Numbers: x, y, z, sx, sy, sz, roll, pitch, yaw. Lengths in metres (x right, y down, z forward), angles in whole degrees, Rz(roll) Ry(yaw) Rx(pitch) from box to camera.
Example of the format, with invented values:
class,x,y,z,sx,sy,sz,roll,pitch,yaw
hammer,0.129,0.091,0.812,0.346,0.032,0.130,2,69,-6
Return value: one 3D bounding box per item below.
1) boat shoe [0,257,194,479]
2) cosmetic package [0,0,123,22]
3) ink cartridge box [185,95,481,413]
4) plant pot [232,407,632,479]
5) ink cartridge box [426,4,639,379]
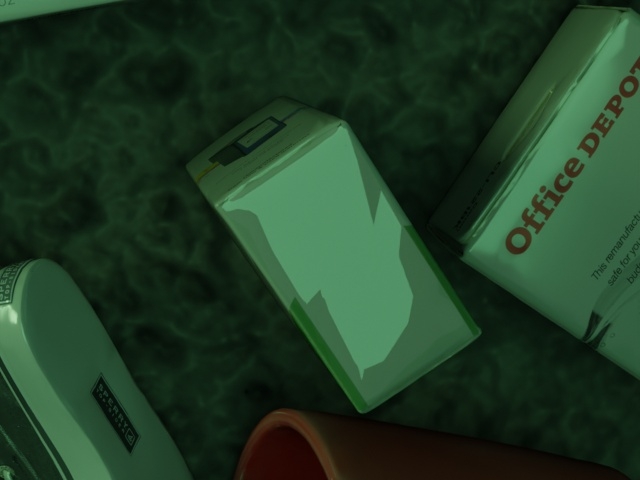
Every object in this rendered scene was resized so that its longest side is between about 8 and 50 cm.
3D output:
class,x,y,z,sx,sy,sz,roll,pitch,yaw
boat shoe,-0.167,0.154,0.972,0.102,0.108,0.301,-14,117,23
cosmetic package,-0.181,-0.248,0.888,0.224,0.138,0.225,-13,99,-10
ink cartridge box,0.000,0.000,0.921,0.093,0.212,0.154,-35,104,-2
plant pot,0.085,0.248,0.964,0.243,0.275,0.275,2,98,-22
ink cartridge box,0.241,-0.009,1.015,0.272,0.114,0.197,33,94,-14
